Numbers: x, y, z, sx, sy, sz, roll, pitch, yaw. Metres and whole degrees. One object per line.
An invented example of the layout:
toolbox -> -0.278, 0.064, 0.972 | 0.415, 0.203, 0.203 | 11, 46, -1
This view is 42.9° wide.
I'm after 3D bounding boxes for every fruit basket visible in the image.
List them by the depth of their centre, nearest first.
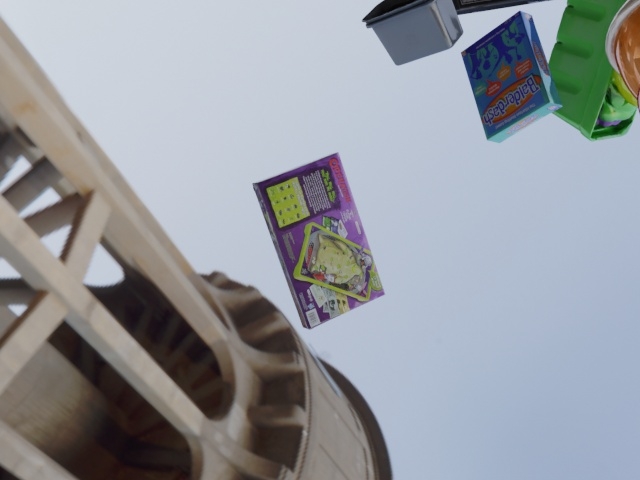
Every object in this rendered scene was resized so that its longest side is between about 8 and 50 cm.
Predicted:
fruit basket -> 0.690, -0.385, 1.750 | 0.392, 0.392, 0.283 | 12, -163, 38

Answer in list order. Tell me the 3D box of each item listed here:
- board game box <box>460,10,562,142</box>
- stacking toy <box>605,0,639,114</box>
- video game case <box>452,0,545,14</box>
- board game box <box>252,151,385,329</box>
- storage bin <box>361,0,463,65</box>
board game box -> 0.378, -0.325, 1.629 | 0.160, 0.047, 0.210 | -32, -116, 43
stacking toy -> 0.661, -0.179, 1.321 | 0.351, 0.350, 0.480 | -8, -115, 26
video game case -> 0.314, -0.546, 1.480 | 0.275, 0.248, 0.035 | -16, 178, -24
board game box -> 0.000, 0.000, 1.816 | 0.208, 0.346, 0.056 | -22, -170, -17
storage bin -> 0.148, -0.329, 1.231 | 0.135, 0.091, 0.098 | -8, -148, 42
